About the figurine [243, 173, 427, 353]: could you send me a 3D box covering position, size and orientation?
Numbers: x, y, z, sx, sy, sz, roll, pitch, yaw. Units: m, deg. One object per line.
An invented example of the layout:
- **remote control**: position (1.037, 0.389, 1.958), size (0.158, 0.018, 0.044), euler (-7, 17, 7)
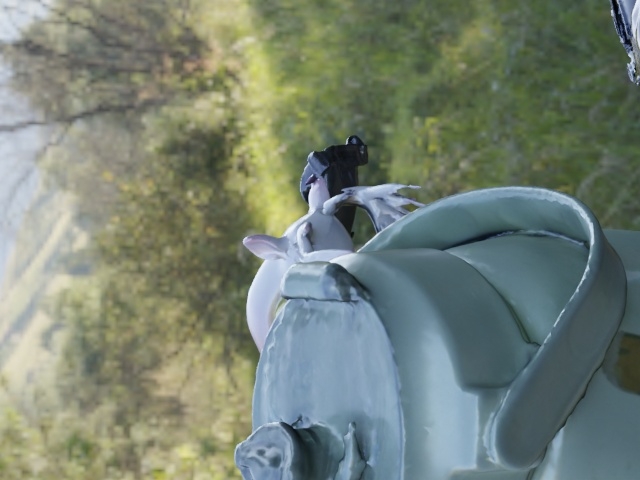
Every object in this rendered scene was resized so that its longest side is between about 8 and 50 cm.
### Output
- **figurine**: position (0.050, 0.053, 1.480), size (0.206, 0.284, 0.316), euler (-53, -26, -26)

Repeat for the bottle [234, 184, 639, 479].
- **bottle**: position (0.105, 0.081, 0.740), size (0.229, 0.351, 0.229), euler (-7, 80, 51)

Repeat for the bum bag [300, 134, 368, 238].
- **bum bag**: position (0.000, 0.000, 1.837), size (0.142, 0.079, 0.326), euler (27, -107, -63)

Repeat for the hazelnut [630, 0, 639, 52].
- **hazelnut**: position (0.381, -0.192, 1.130), size (0.212, 0.181, 0.181), euler (56, 152, 23)

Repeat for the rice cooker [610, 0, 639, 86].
- **rice cooker**: position (0.471, -0.292, 1.569), size (0.267, 0.224, 0.267), euler (-19, -90, -80)
